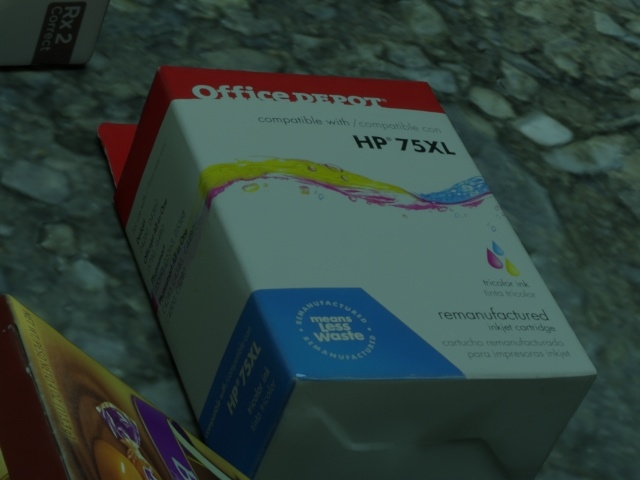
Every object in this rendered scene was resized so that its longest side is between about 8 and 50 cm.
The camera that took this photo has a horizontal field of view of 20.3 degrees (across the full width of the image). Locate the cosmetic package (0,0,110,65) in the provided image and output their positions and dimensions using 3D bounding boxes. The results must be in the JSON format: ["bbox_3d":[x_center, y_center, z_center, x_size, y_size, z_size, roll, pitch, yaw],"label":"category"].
[{"bbox_3d":[-0.186,-0.192,0.822,0.151,0.151,0.183,-5,44,-32],"label":"cosmetic package"}]

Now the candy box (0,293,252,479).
[{"bbox_3d":[-0.044,0.106,0.528,0.186,0.053,0.109,48,11,-49],"label":"candy box"}]

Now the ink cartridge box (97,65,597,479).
[{"bbox_3d":[0.000,0.000,0.746,0.134,0.078,0.231,1,42,-27],"label":"ink cartridge box"}]
